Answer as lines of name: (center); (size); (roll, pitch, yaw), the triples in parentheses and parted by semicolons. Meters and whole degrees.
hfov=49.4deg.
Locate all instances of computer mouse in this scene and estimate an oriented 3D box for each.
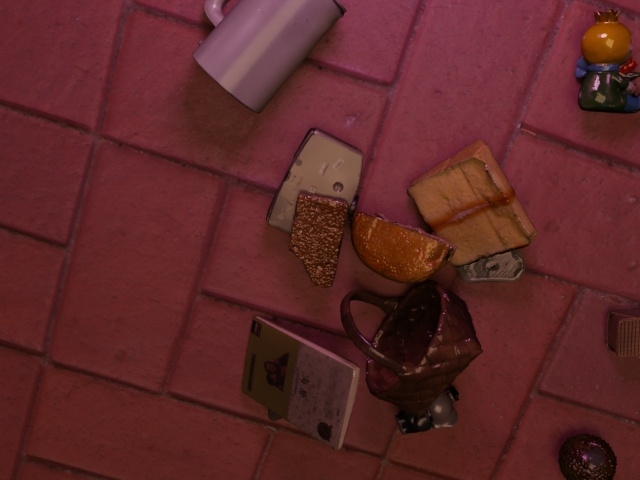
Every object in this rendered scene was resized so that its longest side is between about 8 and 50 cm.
computer mouse: (0.439, 0.069, 1.818); (0.182, 0.056, 0.089); (-5, 84, 13)

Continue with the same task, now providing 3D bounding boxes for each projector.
projector: (-0.001, -0.128, 1.747); (0.194, 0.088, 0.269); (26, 106, -8)

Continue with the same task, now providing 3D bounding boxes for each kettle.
kettle: (-0.128, -0.490, 1.608); (0.318, 0.265, 0.205); (-47, 133, 13)

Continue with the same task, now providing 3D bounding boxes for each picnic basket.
picnic basket: (0.185, 0.235, 1.742); (0.337, 0.293, 0.337); (-1, 120, -2)
picnic basket: (0.851, 0.241, 1.856); (0.164, 0.079, 0.115); (-5, 106, 2)

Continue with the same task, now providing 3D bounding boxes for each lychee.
lychee: (0.738, 0.623, 1.936); (0.171, 0.171, 0.171); (0, 106, 0)

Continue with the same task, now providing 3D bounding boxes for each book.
book: (-0.062, 0.367, 1.815); (0.352, 0.035, 0.239); (22, 109, 34)

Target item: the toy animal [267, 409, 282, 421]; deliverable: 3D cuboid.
toy animal: (-0.087, 0.381, 1.911); (0.079, 0.070, 0.253); (21, 102, -14)

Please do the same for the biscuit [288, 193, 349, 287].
biscuit: (-0.012, 0.002, 1.735); (0.131, 0.026, 0.236); (10, 113, -2)

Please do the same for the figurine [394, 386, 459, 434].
figurine: (0.295, 0.460, 1.905); (0.192, 0.126, 0.147); (-26, 95, -9)

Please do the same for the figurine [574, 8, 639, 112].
figurine: (0.699, -0.422, 1.649); (0.185, 0.127, 0.234); (2, 93, -13)

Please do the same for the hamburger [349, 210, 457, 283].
hamburger: (0.186, 0.023, 1.747); (0.283, 0.144, 0.156); (21, 105, 21)

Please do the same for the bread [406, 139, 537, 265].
bread: (0.364, -0.072, 1.707); (0.236, 0.198, 0.263); (-30, 97, 15)
